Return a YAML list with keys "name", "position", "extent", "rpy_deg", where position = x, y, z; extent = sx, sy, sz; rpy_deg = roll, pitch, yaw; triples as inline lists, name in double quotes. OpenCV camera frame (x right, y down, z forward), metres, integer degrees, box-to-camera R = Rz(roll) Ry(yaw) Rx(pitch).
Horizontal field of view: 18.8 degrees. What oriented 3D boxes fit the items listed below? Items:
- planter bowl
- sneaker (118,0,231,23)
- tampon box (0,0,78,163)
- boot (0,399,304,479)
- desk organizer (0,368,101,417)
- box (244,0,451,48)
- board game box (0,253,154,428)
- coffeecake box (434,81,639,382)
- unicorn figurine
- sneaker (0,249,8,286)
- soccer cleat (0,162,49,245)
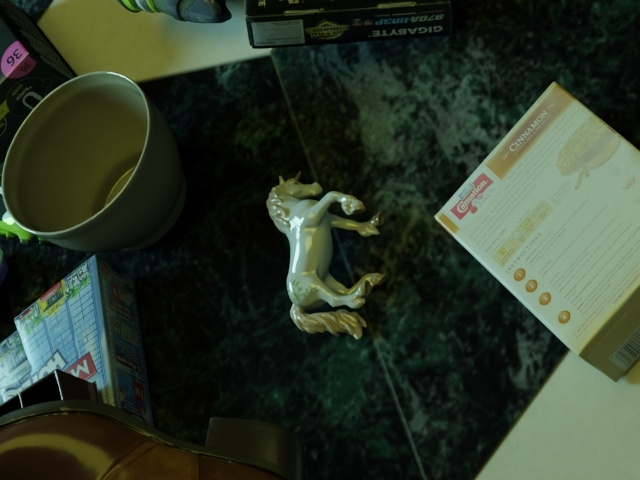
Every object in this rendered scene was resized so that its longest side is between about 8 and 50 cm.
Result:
- name: "planter bowl"
  position: [-0.187, -0.055, 1.727]
  extent: [0.162, 0.109, 0.162]
  rpy_deg: [-17, 55, 27]
- name: "sneaker"
  position: [-0.068, -0.325, 1.796]
  extent: [0.121, 0.111, 0.300]
  rpy_deg: [28, 86, 24]
- name: "tampon box"
  position: [-0.322, -0.160, 1.882]
  extent: [0.120, 0.101, 0.161]
  rpy_deg: [-47, 49, 8]
- name: "boot"
  position: [-0.146, 0.247, 1.304]
  extent: [0.264, 0.096, 0.280]
  rpy_deg: [6, 45, 2]
- name: "desk organizer"
  position: [-0.248, 0.161, 1.626]
  extent: [0.130, 0.050, 0.047]
  rpy_deg: [-32, 55, 22]
- name: "box"
  position: [0.019, -0.275, 1.678]
  extent: [0.175, 0.051, 0.220]
  rpy_deg: [-4, 62, 1]
- name: "board game box"
  position: [-0.222, 0.147, 1.688]
  extent: [0.194, 0.060, 0.194]
  rpy_deg: [-38, 50, 14]
- name: "coffeecake box"
  position: [0.198, -0.009, 1.456]
  extent: [0.142, 0.068, 0.185]
  rpy_deg: [-49, 49, 6]
- name: "unicorn figurine"
  position: [0.000, 0.000, 1.599]
  extent: [0.111, 0.060, 0.162]
  rpy_deg: [-5, 65, 33]
- name: "sneaker"
  position: [-0.357, 0.106, 1.789]
  extent: [0.095, 0.104, 0.236]
  rpy_deg: [-1, 46, 36]
- name: "soccer cleat"
  position: [-0.319, -0.040, 1.845]
  extent: [0.179, 0.060, 0.072]
  rpy_deg: [9, 92, 31]
